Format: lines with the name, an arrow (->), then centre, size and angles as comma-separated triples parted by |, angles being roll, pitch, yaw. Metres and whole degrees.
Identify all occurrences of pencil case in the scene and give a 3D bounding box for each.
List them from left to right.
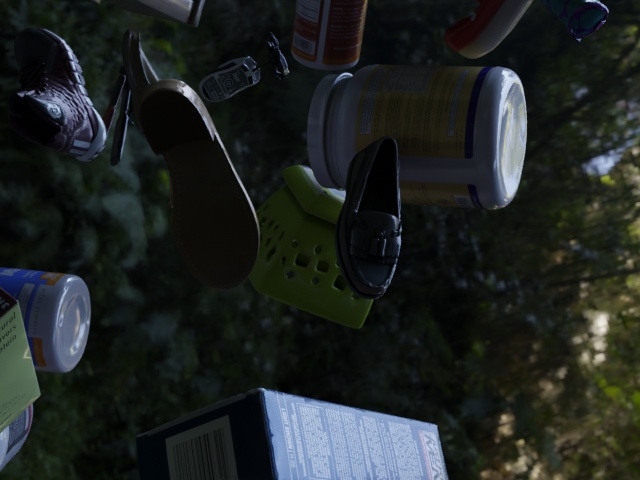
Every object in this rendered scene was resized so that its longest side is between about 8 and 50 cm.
pencil case -> 0.370, -0.367, 1.722 | 0.064, 0.070, 0.151 | -47, -136, 20

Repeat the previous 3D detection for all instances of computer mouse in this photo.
computer mouse -> -0.166, -0.354, 2.386 | 0.042, 0.193, 0.106 | -105, 171, -51

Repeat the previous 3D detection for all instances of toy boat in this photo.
toy boat -> 0.280, -0.426, 1.939 | 0.151, 0.151, 0.231 | 37, -59, 4

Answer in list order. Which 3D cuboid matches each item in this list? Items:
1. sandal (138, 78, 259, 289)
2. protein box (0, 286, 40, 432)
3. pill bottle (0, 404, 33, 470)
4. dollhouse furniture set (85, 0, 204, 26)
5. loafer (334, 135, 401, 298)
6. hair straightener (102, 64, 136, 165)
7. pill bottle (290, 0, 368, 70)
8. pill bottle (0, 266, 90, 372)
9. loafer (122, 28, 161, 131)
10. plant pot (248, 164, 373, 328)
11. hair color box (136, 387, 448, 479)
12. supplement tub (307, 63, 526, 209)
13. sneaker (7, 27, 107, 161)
sandal -> -0.114, -0.067, 1.138 | 0.079, 0.088, 0.240 | -87, 164, -52
protein box -> -0.402, 0.136, 1.118 | 0.136, 0.200, 0.201 | 35, -30, 16
pill bottle -> -0.457, 0.225, 1.380 | 0.318, 0.176, 0.176 | 170, -95, -84
dollhouse furniture set -> -0.279, -0.495, 1.631 | 0.286, 0.198, 0.303 | 18, -88, 26
loafer -> 0.080, -0.043, 1.740 | 0.084, 0.096, 0.267 | 128, -29, -52
hair straightener -> -0.358, -0.239, 2.130 | 0.047, 0.089, 0.230 | -27, -134, 50
pill bottle -> 0.020, -0.405, 1.918 | 0.121, 0.121, 0.216 | 49, -41, 46
pill bottle -> -0.502, 0.114, 1.734 | 0.152, 0.272, 0.152 | 6, 90, -81
loafer -> -0.251, -0.230, 1.627 | 0.056, 0.050, 0.148 | -119, -160, -64
plant pot -> 0.000, 0.000, 2.117 | 0.207, 0.228, 0.227 | -61, -156, 14
hair color box -> -0.018, 0.254, 1.249 | 0.174, 0.347, 0.105 | -24, -117, 28
supplement tub -> 0.168, -0.180, 1.956 | 0.331, 0.241, 0.241 | 5, -65, 22
sneaker -> -0.483, -0.263, 1.944 | 0.106, 0.162, 0.281 | -43, -111, 23
